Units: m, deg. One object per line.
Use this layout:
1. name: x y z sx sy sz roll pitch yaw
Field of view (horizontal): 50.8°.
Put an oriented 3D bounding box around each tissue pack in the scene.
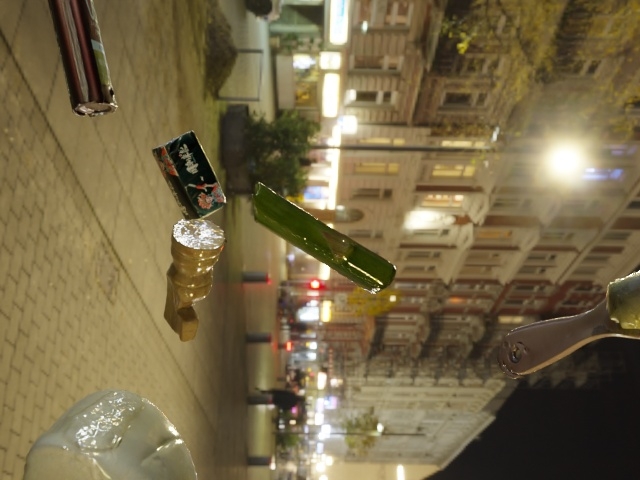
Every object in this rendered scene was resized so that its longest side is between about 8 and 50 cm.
1. tissue pack: -0.270 -0.131 1.396 0.103 0.090 0.170 2 -59 64

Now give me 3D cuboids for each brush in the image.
1. brush: 0.274 0.068 0.646 0.313 0.067 0.072 -36 -133 49

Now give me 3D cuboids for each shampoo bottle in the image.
1. shampoo bottle: -0.470 -0.409 1.305 0.129 0.084 0.323 -148 -134 -89

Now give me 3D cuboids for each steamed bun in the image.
1. steamed bun: -0.341 0.414 1.150 0.290 0.272 0.273 -77 180 -70

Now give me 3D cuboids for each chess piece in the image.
1. chess piece: -0.318 0.101 1.617 0.137 0.137 0.301 -91 -163 -57

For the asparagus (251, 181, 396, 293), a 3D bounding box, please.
1. asparagus: -0.001 0.002 1.031 0.060 0.277 0.067 -61 -158 -4
